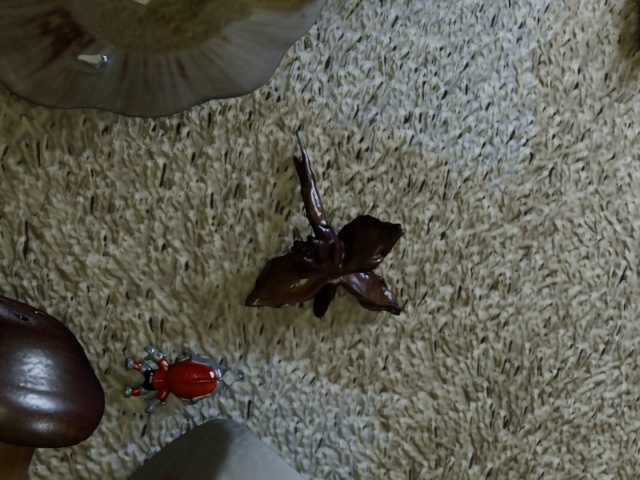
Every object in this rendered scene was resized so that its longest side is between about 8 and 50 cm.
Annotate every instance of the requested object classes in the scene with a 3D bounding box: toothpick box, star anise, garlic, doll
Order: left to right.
[{"bbox_3d":[-0.300,0.189,0.784,0.192,0.192,0.294,21,94,-15],"label":"toothpick box"},{"bbox_3d":[-0.145,-0.238,0.762,0.322,0.241,0.321,2,106,9],"label":"garlic"},{"bbox_3d":[-0.126,0.130,0.898,0.114,0.039,0.057,0,65,-5],"label":"doll"},{"bbox_3d":[0.005,-0.006,0.920,0.158,0.144,0.140,-1,139,-8],"label":"star anise"}]

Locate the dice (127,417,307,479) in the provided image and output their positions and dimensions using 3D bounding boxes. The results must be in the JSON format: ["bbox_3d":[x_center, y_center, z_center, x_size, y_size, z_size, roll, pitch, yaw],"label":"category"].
[{"bbox_3d":[-0.075,0.324,0.823,0.251,0.243,0.259,45,79,-13],"label":"dice"}]
